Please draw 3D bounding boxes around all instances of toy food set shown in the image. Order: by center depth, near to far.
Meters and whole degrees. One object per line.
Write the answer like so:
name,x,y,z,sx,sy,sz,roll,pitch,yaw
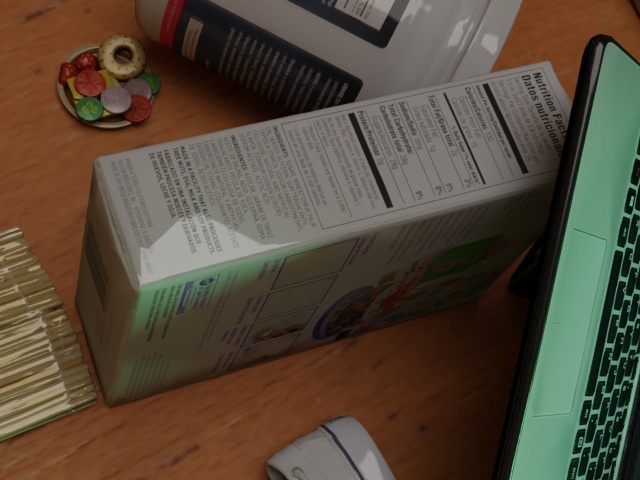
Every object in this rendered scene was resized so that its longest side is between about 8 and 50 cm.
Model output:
toy food set,-0.175,-0.129,0.975,0.083,0.020,0.082,-19,74,-22

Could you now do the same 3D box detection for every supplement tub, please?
supplement tub,0.006,-0.196,0.958,0.272,0.191,0.191,27,63,-3

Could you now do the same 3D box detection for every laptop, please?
laptop,0.311,0.102,0.815,0.236,0.408,0.382,12,90,30

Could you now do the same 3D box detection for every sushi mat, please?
sushi mat,-0.330,0.104,0.833,0.316,0.019,0.151,-20,73,-23

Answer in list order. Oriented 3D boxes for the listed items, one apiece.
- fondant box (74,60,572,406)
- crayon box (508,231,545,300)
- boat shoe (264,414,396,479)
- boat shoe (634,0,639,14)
fondant box,0.000,0.000,0.847,0.330,0.238,0.096,-13,70,-20
crayon box,0.331,-0.030,1.039,0.202,0.081,0.318,35,63,2
boat shoe,0.044,0.253,0.842,0.084,0.095,0.258,-23,65,-19
boat shoe,0.336,-0.275,1.148,0.070,0.078,0.219,-20,72,-21
